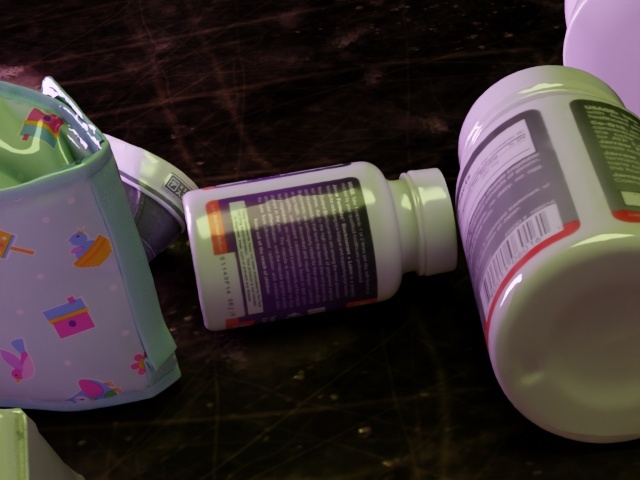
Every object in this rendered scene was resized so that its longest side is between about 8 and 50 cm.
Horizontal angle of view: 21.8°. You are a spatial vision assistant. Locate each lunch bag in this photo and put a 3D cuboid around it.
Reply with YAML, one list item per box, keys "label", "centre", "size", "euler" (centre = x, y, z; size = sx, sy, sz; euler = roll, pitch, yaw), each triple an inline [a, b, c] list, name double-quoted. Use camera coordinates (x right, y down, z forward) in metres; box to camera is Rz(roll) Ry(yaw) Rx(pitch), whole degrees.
- label: "lunch bag"
  centre: [-0.231, 0.003, 1.171]
  size: [0.262, 0.223, 0.160]
  euler: [7, 41, 23]

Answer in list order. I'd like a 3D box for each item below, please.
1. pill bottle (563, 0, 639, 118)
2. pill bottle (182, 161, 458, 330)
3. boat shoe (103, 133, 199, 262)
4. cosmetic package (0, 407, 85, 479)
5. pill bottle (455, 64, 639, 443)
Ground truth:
- label: "pill bottle"
  centre: [0.333, -0.232, 1.470]
  size: [0.210, 0.210, 0.363]
  euler: [4, 32, 18]
- label: "pill bottle"
  centre: [0.000, 0.000, 1.243]
  size: [0.194, 0.108, 0.108]
  euler: [-10, 30, -4]
- label: "boat shoe"
  centre: [-0.220, -0.035, 1.365]
  size: [0.301, 0.108, 0.102]
  euler: [19, 68, 44]
- label: "cosmetic package"
  centre: [-0.316, 0.198, 0.834]
  size: [0.385, 0.217, 0.156]
  euler: [-5, 72, -1]
- label: "pill bottle"
  centre: [0.180, -0.003, 1.158]
  size: [0.161, 0.161, 0.283]
  euler: [-6, 30, 1]
